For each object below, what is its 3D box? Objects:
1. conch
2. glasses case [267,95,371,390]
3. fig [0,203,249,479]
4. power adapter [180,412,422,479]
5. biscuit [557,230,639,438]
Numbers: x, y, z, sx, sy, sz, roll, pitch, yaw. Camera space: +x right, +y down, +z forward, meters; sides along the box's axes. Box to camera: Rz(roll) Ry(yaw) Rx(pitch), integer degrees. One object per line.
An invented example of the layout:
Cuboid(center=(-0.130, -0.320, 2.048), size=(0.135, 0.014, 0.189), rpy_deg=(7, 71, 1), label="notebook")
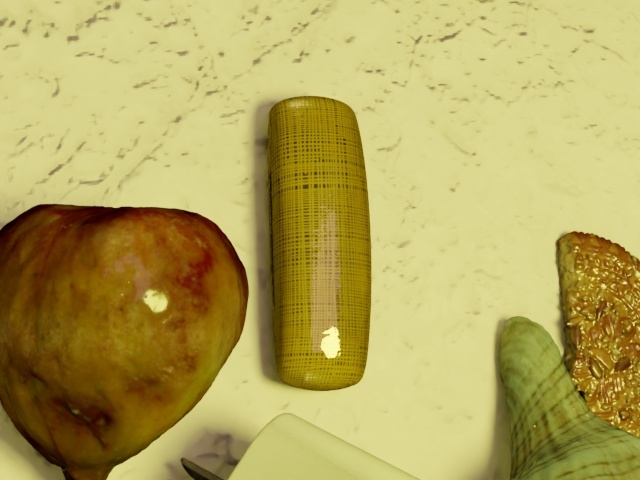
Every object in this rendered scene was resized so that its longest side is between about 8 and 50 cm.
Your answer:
Cuboid(center=(0.196, 0.227, 1.146), size=(0.203, 0.169, 0.386), rpy_deg=(-5, 74, 2), label="conch")
Cuboid(center=(0.000, 0.000, 1.198), size=(0.079, 0.064, 0.234), rpy_deg=(3, 74, -16), label="glasses case")
Cuboid(center=(-0.165, 0.103, 1.041), size=(0.190, 0.190, 0.290), rpy_deg=(29, 81, -14), label="fig")
Cuboid(center=(-0.011, 0.229, 1.052), size=(0.255, 0.124, 0.187), rpy_deg=(25, 69, 26), label="power adapter")
Cuboid(center=(0.259, 0.093, 1.305), size=(0.126, 0.025, 0.206), rpy_deg=(4, 73, -23), label="biscuit")
